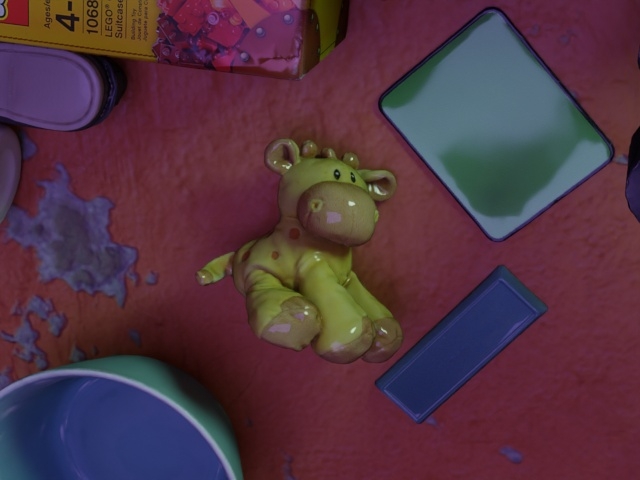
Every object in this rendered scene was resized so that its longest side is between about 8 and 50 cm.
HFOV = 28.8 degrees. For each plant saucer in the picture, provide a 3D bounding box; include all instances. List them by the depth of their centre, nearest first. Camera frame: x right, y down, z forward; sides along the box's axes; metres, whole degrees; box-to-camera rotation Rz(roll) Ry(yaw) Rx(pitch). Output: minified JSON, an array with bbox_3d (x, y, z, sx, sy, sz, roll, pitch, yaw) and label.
[{"bbox_3d":[0.140,0.111,1.264,0.067,0.018,0.192,43,113,-4],"label":"plant saucer"}]

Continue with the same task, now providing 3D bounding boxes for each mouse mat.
[{"bbox_3d":[0.166,-0.107,1.187,0.152,0.007,0.189,-38,98,22],"label":"mouse mat"}]

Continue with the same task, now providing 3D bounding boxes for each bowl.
[{"bbox_3d":[-0.207,0.244,1.309,0.311,0.163,0.311,4,110,12],"label":"bowl"}]

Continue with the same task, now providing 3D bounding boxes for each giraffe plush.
[{"bbox_3d":[0.000,0.000,1.199,0.210,0.181,0.170,33,106,37],"label":"giraffe plush"}]

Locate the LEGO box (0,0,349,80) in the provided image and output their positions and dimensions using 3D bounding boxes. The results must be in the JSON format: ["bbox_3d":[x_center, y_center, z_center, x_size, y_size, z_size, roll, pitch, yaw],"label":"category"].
[{"bbox_3d":[-0.152,-0.418,1.047,0.372,0.193,0.500,8,111,10],"label":"LEGO box"}]

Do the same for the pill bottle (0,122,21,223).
[{"bbox_3d":[-0.429,-0.085,1.266,0.221,0.121,0.121,14,111,7],"label":"pill bottle"}]

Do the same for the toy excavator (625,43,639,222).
[{"bbox_3d":[0.415,-0.005,0.996,0.445,0.222,0.433,37,133,-18],"label":"toy excavator"}]

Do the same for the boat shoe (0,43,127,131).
[{"bbox_3d":[-0.353,-0.180,1.234,0.335,0.095,0.112,16,106,9],"label":"boat shoe"}]
